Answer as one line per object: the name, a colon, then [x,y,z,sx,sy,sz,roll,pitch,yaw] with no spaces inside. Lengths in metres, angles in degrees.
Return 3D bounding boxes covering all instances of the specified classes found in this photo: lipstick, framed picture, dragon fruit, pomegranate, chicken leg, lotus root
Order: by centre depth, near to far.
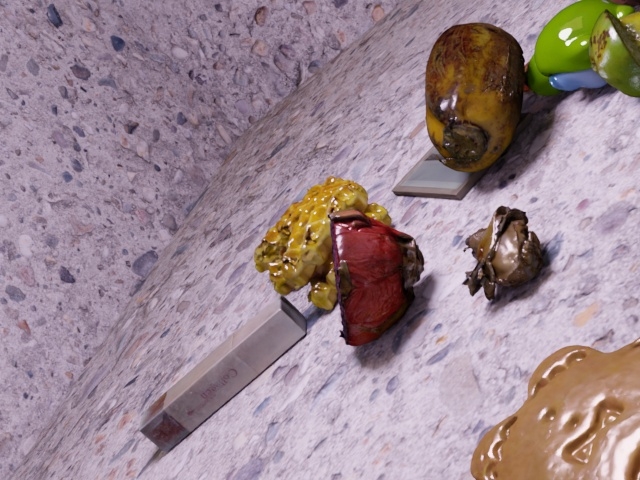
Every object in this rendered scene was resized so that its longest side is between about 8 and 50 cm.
chicken leg: [0.247,0.008,1.221,0.125,0.080,0.196,-52,12,23]
pomegranate: [0.479,-0.277,1.291,0.169,0.122,0.143,-15,44,-14]
dragon fruit: [0.093,0.050,1.357,0.148,0.223,0.218,-6,45,-1]
lotus root: [0.269,-0.266,1.554,0.397,0.179,0.195,-72,-2,-50]
lipstick: [-0.186,0.253,1.662,0.371,0.076,0.079,-41,15,13]
framed picture: [0.266,-0.162,1.687,0.213,0.016,0.289,-47,17,-9]

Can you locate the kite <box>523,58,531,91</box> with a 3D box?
kite: [0.406,-0.329,1.770,0.125,0.008,0.222,-30,22,42]

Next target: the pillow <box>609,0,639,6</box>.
pillow: [0.637,-0.499,1.452,0.305,0.108,0.308,-43,13,9]

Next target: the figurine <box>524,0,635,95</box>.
figurine: [0.426,-0.314,1.475,0.162,0.143,0.263,-33,2,-12]

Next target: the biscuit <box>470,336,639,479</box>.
biscuit: [0.269,0.186,0.777,0.275,0.052,0.355,-48,16,-10]

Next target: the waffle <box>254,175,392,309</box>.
waffle: [0.000,0.000,1.717,0.261,0.151,0.324,-49,18,-2]
